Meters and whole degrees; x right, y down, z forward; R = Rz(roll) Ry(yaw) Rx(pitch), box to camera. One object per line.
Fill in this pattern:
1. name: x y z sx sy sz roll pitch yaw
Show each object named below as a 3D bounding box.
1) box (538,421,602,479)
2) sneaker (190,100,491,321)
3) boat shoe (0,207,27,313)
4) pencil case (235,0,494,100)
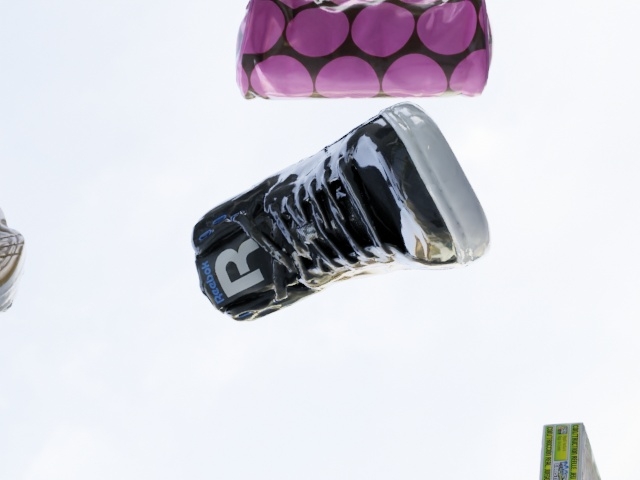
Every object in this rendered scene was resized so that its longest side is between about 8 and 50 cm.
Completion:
1. box: 0.224 0.262 1.101 0.114 0.036 0.207 -76 -29 -44
2. sneaker: 0.000 0.000 0.608 0.121 0.079 0.217 -28 3 -5
3. boat shoe: -0.344 0.039 1.328 0.098 0.277 0.096 -10 -71 -12
4. pencil case: 0.035 -0.162 1.052 0.095 0.209 0.098 -44 -47 -82
